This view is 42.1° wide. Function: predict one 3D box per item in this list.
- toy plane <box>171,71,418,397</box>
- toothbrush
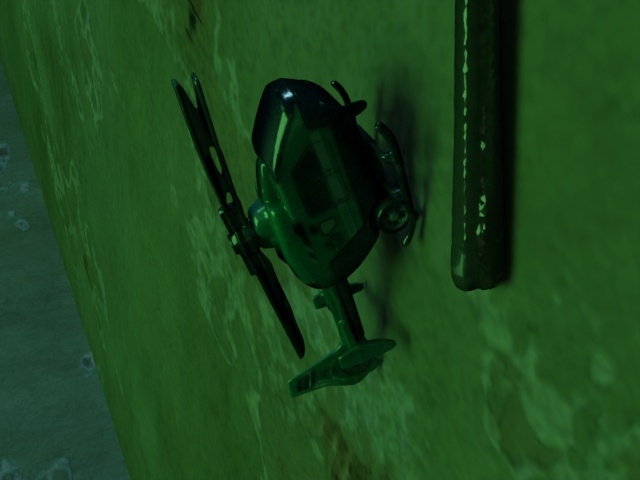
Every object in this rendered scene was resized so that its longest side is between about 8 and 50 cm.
[{"bbox_3d":[0.000,0.000,0.445,0.060,0.096,0.235,53,166,50],"label":"toy plane"},{"bbox_3d":[0.059,-0.111,0.320,0.030,0.031,0.297,-89,-5,-65],"label":"toothbrush"}]
